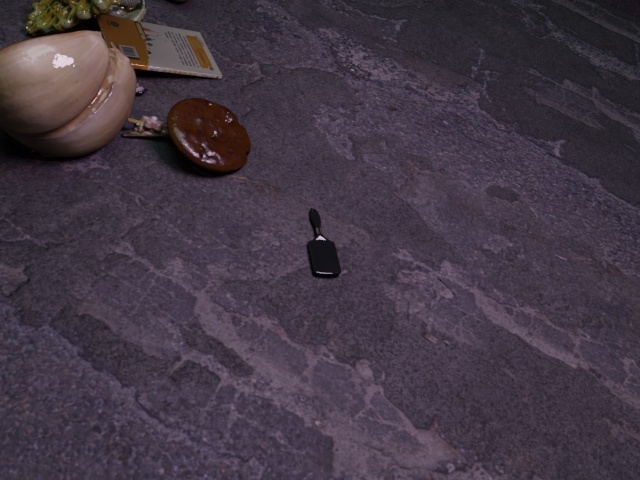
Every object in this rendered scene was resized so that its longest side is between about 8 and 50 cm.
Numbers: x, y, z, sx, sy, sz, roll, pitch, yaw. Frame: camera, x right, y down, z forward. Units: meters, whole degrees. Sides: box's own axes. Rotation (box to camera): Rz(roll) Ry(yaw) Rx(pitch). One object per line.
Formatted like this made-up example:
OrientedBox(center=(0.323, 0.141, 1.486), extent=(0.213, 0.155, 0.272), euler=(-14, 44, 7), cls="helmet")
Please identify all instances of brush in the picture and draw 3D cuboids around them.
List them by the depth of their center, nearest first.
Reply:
OrientedBox(center=(0.000, 0.000, 1.204), extent=(0.062, 0.016, 0.194), euler=(2, 50, -17), cls="brush")

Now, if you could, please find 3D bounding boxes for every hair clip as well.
OrientedBox(center=(-0.357, -0.258, 1.286), extent=(0.213, 0.056, 0.062), euler=(7, 16, -11), cls="hair clip")

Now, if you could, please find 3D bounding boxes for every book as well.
OrientedBox(center=(-0.431, -0.520, 1.468), extent=(0.295, 0.020, 0.208), euler=(-4, 52, -36), cls="book")

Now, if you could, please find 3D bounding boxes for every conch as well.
OrientedBox(center=(-0.554, -0.647, 1.524), extent=(0.135, 0.102, 0.153), euler=(32, 80, -7), cls="conch")

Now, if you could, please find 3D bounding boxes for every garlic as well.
OrientedBox(center=(-0.536, -0.306, 1.124), extent=(0.312, 0.286, 0.249), euler=(-21, 51, -13), cls="garlic")

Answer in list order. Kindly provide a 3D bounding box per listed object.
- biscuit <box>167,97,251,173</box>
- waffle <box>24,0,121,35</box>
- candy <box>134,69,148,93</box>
OrientedBox(center=(-0.256, -0.249, 1.274), extent=(0.212, 0.036, 0.212), euler=(23, 50, -29), cls="biscuit")
OrientedBox(center=(-0.640, -0.660, 1.450), extent=(0.297, 0.073, 0.317), euler=(-13, 58, 20), cls="waffle")
OrientedBox(center=(-0.499, -0.454, 1.409), extent=(0.093, 0.051, 0.226), euler=(-2, 51, -23), cls="candy")
